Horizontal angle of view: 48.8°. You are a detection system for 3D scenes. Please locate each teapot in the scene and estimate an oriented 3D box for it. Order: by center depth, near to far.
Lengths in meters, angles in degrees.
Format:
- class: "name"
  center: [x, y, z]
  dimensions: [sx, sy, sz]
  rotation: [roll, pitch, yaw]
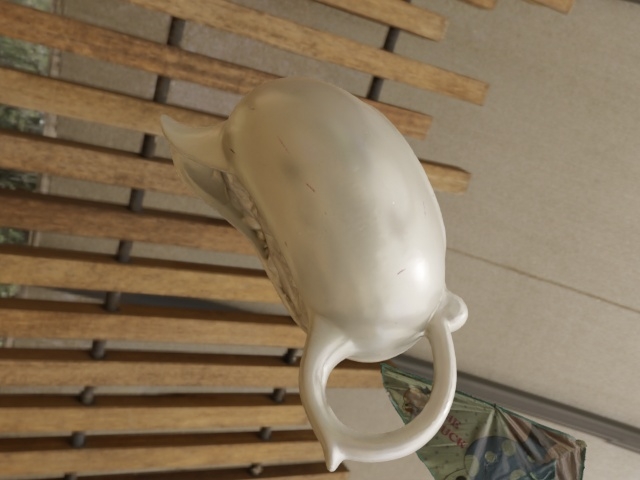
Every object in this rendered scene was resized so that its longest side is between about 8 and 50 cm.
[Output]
- class: "teapot"
  center: [0.000, 0.000, 0.482]
  dimensions: [0.298, 0.139, 0.204]
  rotation: [56, -17, 30]

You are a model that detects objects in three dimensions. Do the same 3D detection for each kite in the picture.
- class: "kite"
  center: [0.149, 0.264, 0.698]
  dimensions: [0.335, 0.314, 0.011]
  rotation: [63, -24, 24]
